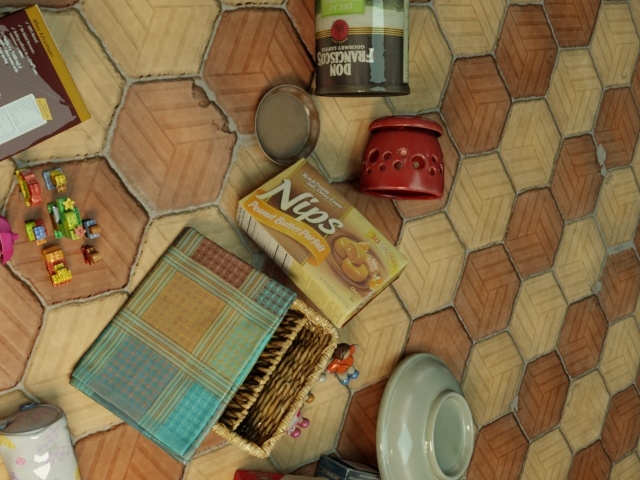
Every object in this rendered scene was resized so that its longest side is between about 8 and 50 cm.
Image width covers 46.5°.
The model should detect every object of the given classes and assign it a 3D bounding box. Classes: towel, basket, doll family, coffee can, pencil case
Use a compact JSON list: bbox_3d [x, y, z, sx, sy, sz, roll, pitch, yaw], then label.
[{"bbox_3d":[-0.250,0.181,1.379,0.272,0.040,0.370,32,72,9],"label":"towel"},{"bbox_3d":[-0.149,0.226,1.452,0.213,0.223,0.299,46,69,-32],"label":"basket"},{"bbox_3d":[-0.036,0.294,1.614,0.263,0.118,0.163,-44,147,-20],"label":"doll family"},{"bbox_3d":[0.087,-0.442,1.553,0.202,0.202,0.275,-6,100,-37],"label":"coffee can"},{"bbox_3d":[-0.479,0.425,1.293,0.124,0.113,0.273,-16,106,-26],"label":"pencil case"}]

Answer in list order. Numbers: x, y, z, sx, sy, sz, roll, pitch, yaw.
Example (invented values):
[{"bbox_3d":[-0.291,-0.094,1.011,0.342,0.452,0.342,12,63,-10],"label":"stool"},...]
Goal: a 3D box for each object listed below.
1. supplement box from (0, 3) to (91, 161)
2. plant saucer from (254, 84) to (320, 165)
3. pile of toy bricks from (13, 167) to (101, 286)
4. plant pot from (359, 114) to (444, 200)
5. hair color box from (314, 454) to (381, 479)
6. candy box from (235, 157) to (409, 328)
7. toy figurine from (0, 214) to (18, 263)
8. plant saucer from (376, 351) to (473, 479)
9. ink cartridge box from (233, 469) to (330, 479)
[{"bbox_3d":[-0.506,-0.238,1.169,0.194,0.129,0.191,-35,115,-29],"label":"supplement box"},{"bbox_3d":[-0.073,-0.242,1.567,0.169,0.029,0.168,-5,99,-36],"label":"plant saucer"},{"bbox_3d":[-0.434,-0.028,1.269,0.118,0.105,0.212,-23,110,-33],"label":"pile of toy bricks"},{"bbox_3d":[0.186,-0.185,1.675,0.191,0.191,0.174,5,88,-38],"label":"plant pot"},{"bbox_3d":[0.038,0.694,1.735,0.174,0.105,0.347,24,82,-37],"label":"hair color box"},{"bbox_3d":[0.000,0.000,1.503,0.183,0.087,0.316,-37,74,-28],"label":"candy box"},{"bbox_3d":[-0.571,0.012,1.188,0.173,0.130,0.159,42,55,-8],"label":"toy figurine"},{"bbox_3d":[0.285,0.477,1.829,0.401,0.101,0.400,8,80,-51],"label":"plant saucer"},{"bbox_3d":[-0.049,0.579,1.492,0.226,0.306,0.131,12,91,-17],"label":"ink cartridge box"}]
